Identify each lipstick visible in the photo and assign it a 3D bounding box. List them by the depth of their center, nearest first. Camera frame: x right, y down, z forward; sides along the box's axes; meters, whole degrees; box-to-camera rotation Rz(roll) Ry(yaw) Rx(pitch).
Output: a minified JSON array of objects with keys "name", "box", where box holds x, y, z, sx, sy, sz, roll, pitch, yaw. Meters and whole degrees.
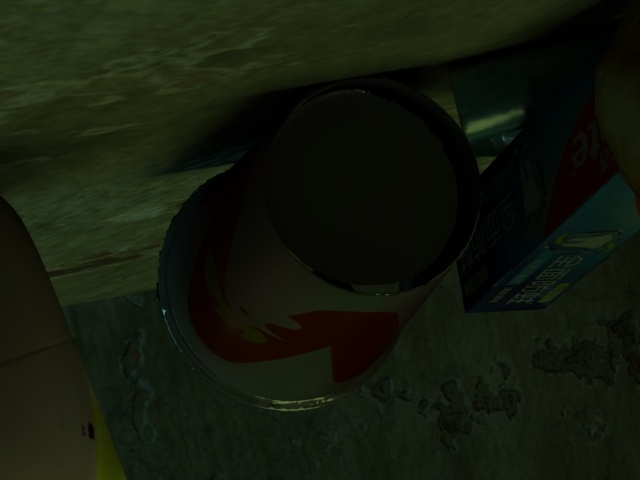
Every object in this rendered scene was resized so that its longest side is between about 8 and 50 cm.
[{"name":"lipstick","box":[0.159,-0.101,0.912,0.158,0.048,0.048,-13,176,8]}]

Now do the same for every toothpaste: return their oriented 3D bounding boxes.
[{"name":"toothpaste","box":[0.164,-0.048,0.872,0.066,0.076,0.320,-2,157,-19]}]

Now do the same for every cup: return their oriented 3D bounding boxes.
[{"name":"cup","box":[0.000,0.000,1.012,0.203,0.203,0.288,-11,169,-15]}]

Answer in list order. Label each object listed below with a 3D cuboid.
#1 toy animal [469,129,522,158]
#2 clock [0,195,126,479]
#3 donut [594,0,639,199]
[{"name":"toy animal","box":[0.156,-0.085,1.223,0.216,0.041,0.075,-9,178,12]},{"name":"clock","box":[-0.334,0.107,0.903,0.376,0.251,0.368,-18,179,-17]},{"name":"donut","box":[0.261,-0.036,0.568,0.299,0.150,0.317,23,-170,31]}]
